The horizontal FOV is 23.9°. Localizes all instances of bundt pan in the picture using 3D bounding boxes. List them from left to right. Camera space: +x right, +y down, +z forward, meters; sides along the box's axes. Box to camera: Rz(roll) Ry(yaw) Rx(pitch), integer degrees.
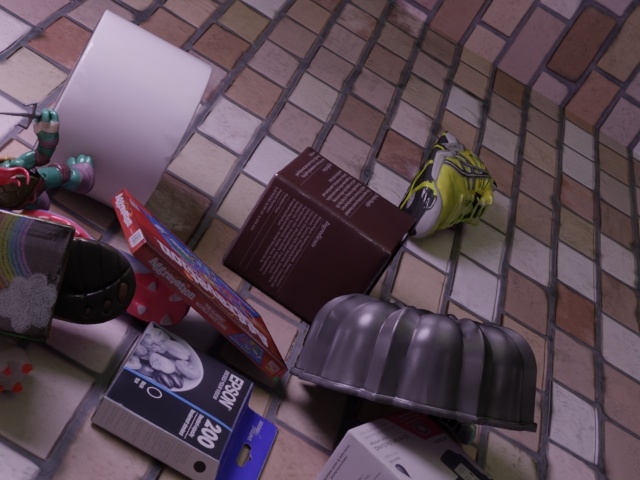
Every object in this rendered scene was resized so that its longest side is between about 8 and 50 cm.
[{"bbox_3d":[0.132,0.149,1.951,0.330,0.124,0.331,13,-2,0],"label":"bundt pan"}]

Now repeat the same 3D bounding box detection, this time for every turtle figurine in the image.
[{"bbox_3d":[-0.387,-0.091,1.890,0.234,0.175,0.118,29,56,-65],"label":"turtle figurine"}]

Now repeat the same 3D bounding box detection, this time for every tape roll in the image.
[{"bbox_3d":[-0.279,-0.174,2.096,0.169,0.246,0.246,27,25,-12],"label":"tape roll"}]

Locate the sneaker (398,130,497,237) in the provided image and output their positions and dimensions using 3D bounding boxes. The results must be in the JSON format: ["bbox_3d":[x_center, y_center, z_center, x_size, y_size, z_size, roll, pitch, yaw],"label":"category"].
[{"bbox_3d":[0.238,-0.091,2.699,0.147,0.145,0.385,33,25,2],"label":"sneaker"}]

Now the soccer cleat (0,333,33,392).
[{"bbox_3d":[-0.394,0.126,1.611,0.076,0.068,0.196,41,18,32],"label":"soccer cleat"}]

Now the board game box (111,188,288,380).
[{"bbox_3d":[-0.153,0.058,1.928,0.281,0.027,0.145,45,8,-33],"label":"board game box"}]

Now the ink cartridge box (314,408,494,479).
[{"bbox_3d":[0.135,0.325,1.829,0.237,0.100,0.172,42,25,21],"label":"ink cartridge box"}]

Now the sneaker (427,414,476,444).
[{"bbox_3d":[0.174,0.247,2.111,0.069,0.038,0.098,20,18,-24],"label":"sneaker"}]

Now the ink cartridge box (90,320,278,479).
[{"bbox_3d":[-0.147,0.203,1.788,0.208,0.045,0.206,32,23,-4],"label":"ink cartridge box"}]

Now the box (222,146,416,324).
[{"bbox_3d":[0.000,0.000,2.201,0.203,0.167,0.168,35,23,4],"label":"box"}]

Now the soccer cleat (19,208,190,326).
[{"bbox_3d":[-0.278,0.035,1.920,0.248,0.083,0.095,27,3,-9],"label":"soccer cleat"}]

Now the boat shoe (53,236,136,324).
[{"bbox_3d":[-0.381,0.028,1.771,0.324,0.123,0.120,18,-6,-13],"label":"boat shoe"}]

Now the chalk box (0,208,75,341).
[{"bbox_3d":[-0.387,0.024,1.641,0.213,0.132,0.132,14,-4,-12],"label":"chalk box"}]
